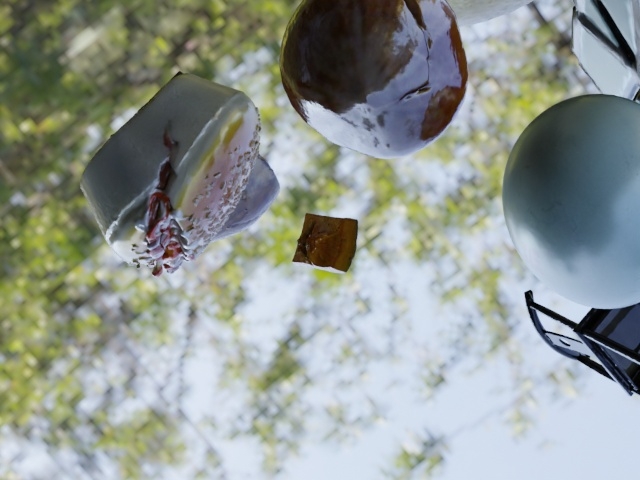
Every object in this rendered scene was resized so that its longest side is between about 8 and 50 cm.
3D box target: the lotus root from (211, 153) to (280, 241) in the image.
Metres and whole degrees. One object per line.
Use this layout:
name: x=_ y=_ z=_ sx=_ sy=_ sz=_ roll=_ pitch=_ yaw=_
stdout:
lotus root: x=-0.181 y=-0.056 z=2.592 sx=0.180 sy=0.199 sz=0.188 roll=-59 pitch=172 yaw=-23

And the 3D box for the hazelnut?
hazelnut: x=0.040 y=-0.159 z=1.612 sx=0.182 sy=0.182 sz=0.182 roll=-33 pitch=-160 yaw=14

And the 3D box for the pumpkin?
pumpkin: x=0.001 y=-0.001 z=2.159 sx=0.101 sy=0.035 sz=0.073 roll=3 pitch=-114 yaw=44

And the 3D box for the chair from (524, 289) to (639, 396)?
chair: x=0.396 y=0.112 z=2.228 sx=0.141 sy=0.154 sz=0.260 roll=-48 pitch=-147 yaw=-9

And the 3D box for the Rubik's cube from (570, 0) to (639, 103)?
Rubik's cube: x=0.465 y=-0.250 z=1.968 sx=0.283 sy=0.293 sz=0.288 roll=-26 pitch=-118 yaw=-12

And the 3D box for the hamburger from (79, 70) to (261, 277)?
hamburger: x=-0.156 y=-0.071 z=2.013 sx=0.227 sy=0.151 sz=0.295 roll=-49 pitch=173 yaw=-5

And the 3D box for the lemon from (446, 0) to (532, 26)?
lemon: x=0.153 y=-0.428 z=2.269 sx=0.364 sy=0.364 sz=0.364 roll=-33 pitch=-160 yaw=14

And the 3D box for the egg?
egg: x=0.267 y=-0.031 z=1.695 sx=0.183 sy=0.264 sz=0.183 roll=-7 pitch=-120 yaw=13
